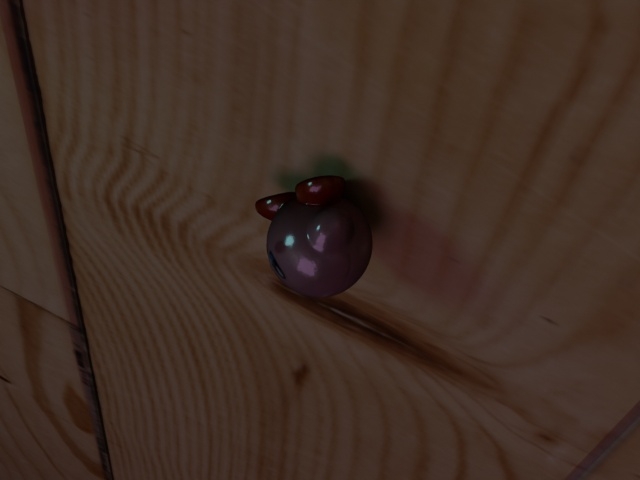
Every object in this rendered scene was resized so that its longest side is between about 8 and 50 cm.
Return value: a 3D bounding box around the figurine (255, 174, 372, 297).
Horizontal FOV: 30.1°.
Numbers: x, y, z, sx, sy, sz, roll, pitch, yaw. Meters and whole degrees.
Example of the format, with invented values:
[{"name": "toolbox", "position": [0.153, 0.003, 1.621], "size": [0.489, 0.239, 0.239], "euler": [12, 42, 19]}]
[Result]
[{"name": "figurine", "position": [0.000, 0.000, 0.750], "size": [0.067, 0.071, 0.083], "euler": [-6, 171, -20]}]
